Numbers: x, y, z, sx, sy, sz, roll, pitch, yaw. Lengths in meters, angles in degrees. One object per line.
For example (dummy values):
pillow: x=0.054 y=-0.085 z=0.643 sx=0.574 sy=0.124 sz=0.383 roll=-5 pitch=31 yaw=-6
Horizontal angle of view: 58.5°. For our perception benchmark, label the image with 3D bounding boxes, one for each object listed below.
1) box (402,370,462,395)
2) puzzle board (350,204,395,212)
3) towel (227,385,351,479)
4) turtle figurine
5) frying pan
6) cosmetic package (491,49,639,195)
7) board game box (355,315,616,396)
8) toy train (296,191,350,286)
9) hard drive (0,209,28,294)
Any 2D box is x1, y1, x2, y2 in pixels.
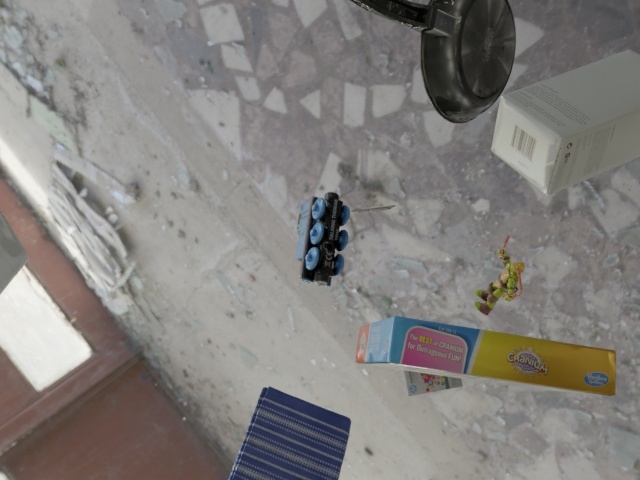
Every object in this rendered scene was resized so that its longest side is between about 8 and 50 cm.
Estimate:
box: x=0.368 y=0.432 z=1.914 sx=0.038 sy=0.187 sz=0.145 roll=95 pitch=166 yaw=-80
puzzle board: x=0.169 y=-0.100 z=1.825 sx=0.128 sy=0.096 sz=0.011 roll=-5 pitch=96 yaw=18
towel: x=-0.074 y=0.519 z=1.328 sx=0.244 sy=0.335 sz=0.040 roll=22 pitch=135 yaw=0
turtle figurine: x=0.581 y=0.126 z=1.816 sx=0.087 sy=0.269 sz=0.217 roll=22 pitch=129 yaw=-13
frying pan: x=0.161 y=-0.279 z=0.699 sx=0.053 sy=0.197 sz=0.326 roll=16 pitch=166 yaw=43
cosmetic package: x=0.584 y=-0.262 z=1.230 sx=0.155 sy=0.366 sz=0.197 roll=85 pitch=159 yaw=-44
board game box: x=0.232 y=0.179 z=0.875 sx=0.317 sy=0.064 sz=0.242 roll=10 pitch=167 yaw=-6
toy train: x=0.000 y=0.000 z=1.075 sx=0.080 sy=0.184 sz=0.105 roll=16 pitch=160 yaw=-25
hard drive: x=-0.459 y=0.061 z=0.581 sx=0.047 sy=0.352 sz=0.232 roll=5 pitch=134 yaw=11
